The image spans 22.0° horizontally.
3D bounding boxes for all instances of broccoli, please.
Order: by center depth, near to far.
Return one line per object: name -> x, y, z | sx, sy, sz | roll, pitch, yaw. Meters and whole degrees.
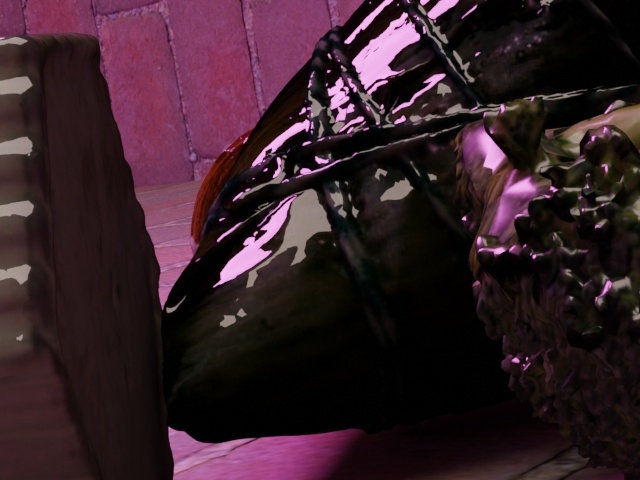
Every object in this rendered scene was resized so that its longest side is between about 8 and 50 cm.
broccoli -> 0.145, 0.008, 0.558 | 0.198, 0.176, 0.226 | 12, -30, -13

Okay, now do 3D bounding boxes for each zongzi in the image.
zongzi -> 0.102, -0.094, 0.775 | 0.383, 0.362, 0.319 | -10, 17, -1

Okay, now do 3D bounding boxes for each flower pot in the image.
flower pot -> -0.166, 0.036, 0.628 | 0.189, 0.239, 0.209 | -8, 36, 3

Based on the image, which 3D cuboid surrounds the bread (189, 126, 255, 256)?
bread -> 0.000, 0.000, 1.001 | 0.160, 0.160, 0.073 | -8, 10, 15
